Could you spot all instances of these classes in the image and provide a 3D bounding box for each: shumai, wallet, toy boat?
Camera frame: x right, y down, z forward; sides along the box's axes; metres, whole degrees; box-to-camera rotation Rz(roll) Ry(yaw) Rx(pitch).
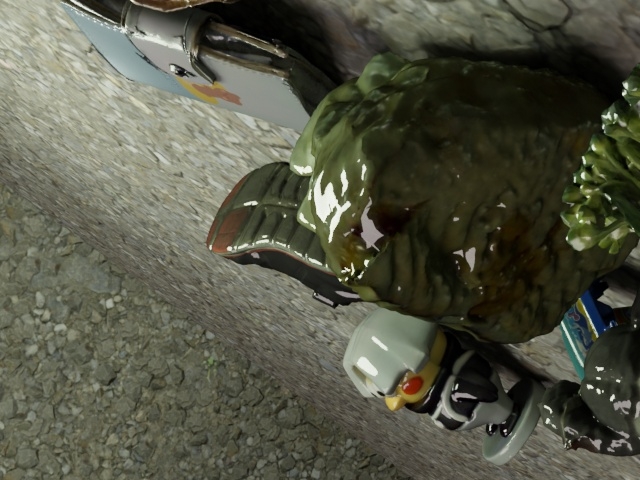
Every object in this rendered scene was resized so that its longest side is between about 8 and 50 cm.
[{"bbox_3d":[0.084,-0.050,0.732,0.255,0.189,0.218,25,-167,-44],"label":"shumai"},{"bbox_3d":[-0.092,-0.153,0.885,0.231,0.069,0.170,20,172,22],"label":"wallet"},{"bbox_3d":[0.251,0.071,0.877,0.091,0.110,0.175,54,-163,-53],"label":"toy boat"}]

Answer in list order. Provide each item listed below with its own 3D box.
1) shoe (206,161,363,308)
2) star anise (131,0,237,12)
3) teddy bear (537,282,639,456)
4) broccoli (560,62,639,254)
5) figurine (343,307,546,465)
[{"bbox_3d":[0.000,0.000,1.146,0.291,0.114,0.137,13,161,45],"label":"shoe"},{"bbox_3d":[-0.172,-0.231,0.736,0.220,0.099,0.214,18,-179,-35],"label":"star anise"},{"bbox_3d":[0.290,0.086,0.744,0.251,0.171,0.144,18,-168,40],"label":"teddy bear"},{"bbox_3d":[0.209,0.073,0.454,0.221,0.362,0.252,15,-175,-3],"label":"broccoli"},{"bbox_3d":[0.144,0.169,1.345,0.236,0.133,0.176,31,164,-6],"label":"figurine"}]
